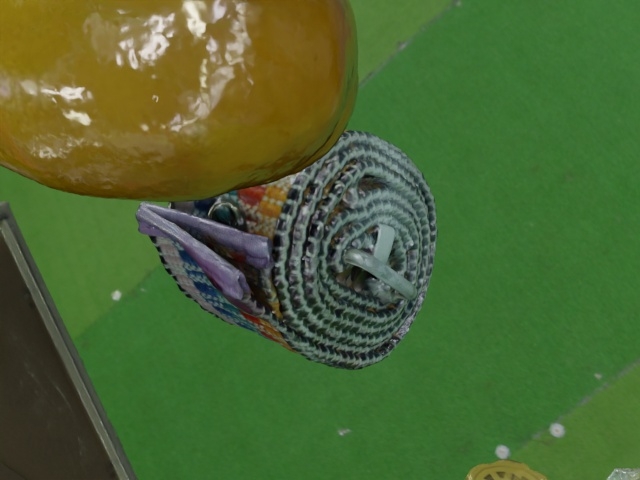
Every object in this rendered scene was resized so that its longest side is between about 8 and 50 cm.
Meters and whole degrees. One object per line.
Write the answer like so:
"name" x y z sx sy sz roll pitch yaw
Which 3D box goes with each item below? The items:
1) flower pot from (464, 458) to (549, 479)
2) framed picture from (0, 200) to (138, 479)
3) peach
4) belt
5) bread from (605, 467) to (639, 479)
"flower pot" 0.279 0.443 1.329 0.195 0.195 0.179 24 127 38
"framed picture" -0.300 0.221 0.780 0.028 0.326 0.446 -13 106 26
"peach" -0.097 -0.103 0.497 0.251 0.251 0.153 4 104 34
"belt" 0.000 0.000 0.778 0.161 0.295 0.206 17 77 33
"bread" 0.460 0.390 1.254 0.232 0.172 0.064 -26 34 -10
